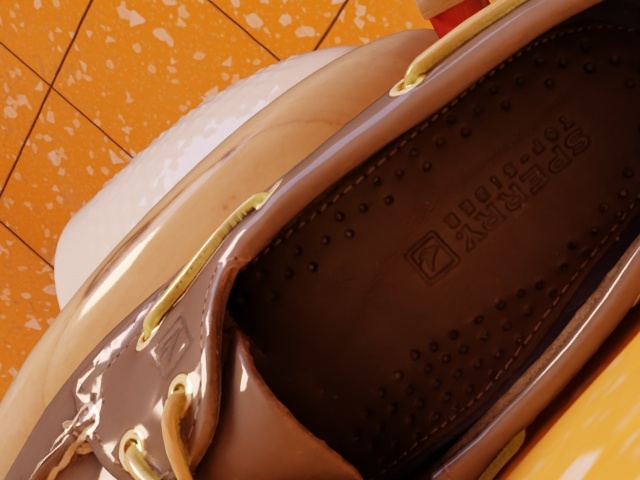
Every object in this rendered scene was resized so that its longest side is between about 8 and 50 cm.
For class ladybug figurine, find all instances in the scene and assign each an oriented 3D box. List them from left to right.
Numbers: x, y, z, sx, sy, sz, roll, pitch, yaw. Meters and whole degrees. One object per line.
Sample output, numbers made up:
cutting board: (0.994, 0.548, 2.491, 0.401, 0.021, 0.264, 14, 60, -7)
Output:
ladybug figurine: (-0.033, 0.063, 0.800, 0.449, 0.162, 0.305, -46, -17, 7)

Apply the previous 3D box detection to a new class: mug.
mug: (0.000, 0.000, 1.127, 0.328, 0.276, 0.374, -38, -37, 30)

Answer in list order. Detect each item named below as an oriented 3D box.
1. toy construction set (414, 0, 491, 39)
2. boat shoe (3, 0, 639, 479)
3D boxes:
toy construction set: (0.140, -0.222, 0.590, 0.237, 0.309, 0.257, -44, 3, -9)
boat shoe: (-0.003, 0.043, 0.353, 0.324, 0.116, 0.097, -44, -7, 1)
